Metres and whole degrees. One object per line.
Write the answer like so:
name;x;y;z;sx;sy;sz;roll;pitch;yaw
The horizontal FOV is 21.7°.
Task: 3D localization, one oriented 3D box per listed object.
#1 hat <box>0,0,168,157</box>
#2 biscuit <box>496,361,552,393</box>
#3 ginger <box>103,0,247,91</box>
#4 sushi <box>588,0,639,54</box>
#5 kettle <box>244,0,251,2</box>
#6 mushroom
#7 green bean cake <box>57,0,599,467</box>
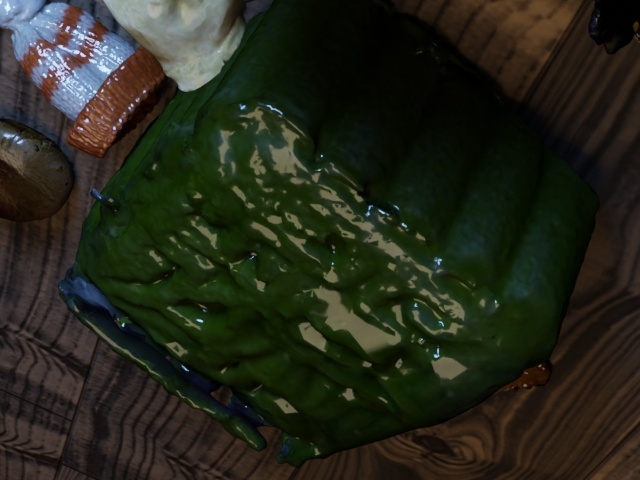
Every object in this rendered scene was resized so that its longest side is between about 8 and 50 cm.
hat;-0.203;-0.150;1.321;0.162;0.112;0.093;39;116;-5
biscuit;0.063;0.079;1.533;0.237;0.013;0.232;-16;130;43
ginger;-0.006;-0.281;0.736;0.363;0.348;0.122;56;175;-7
sushi;0.186;-0.202;0.899;0.348;0.234;0.207;22;146;11
kettle;-0.054;-0.285;0.914;0.161;0.236;0.221;2;132;1
mushroom;-0.282;-0.063;1.509;0.123;0.052;0.123;12;143;9
green bean cake;0.000;0.000;1.278;0.335;0.218;0.319;34;142;-13
